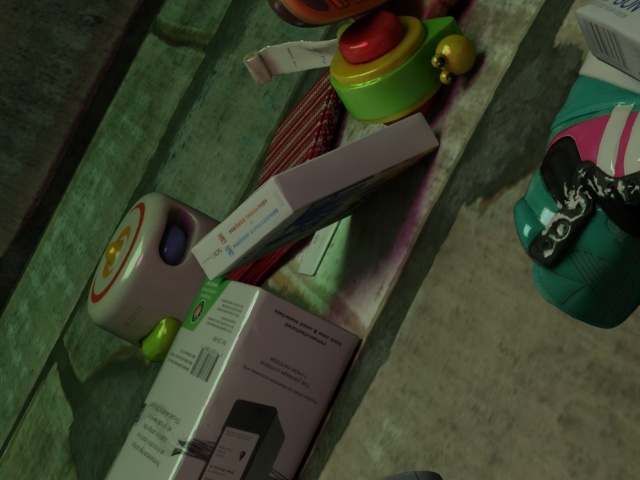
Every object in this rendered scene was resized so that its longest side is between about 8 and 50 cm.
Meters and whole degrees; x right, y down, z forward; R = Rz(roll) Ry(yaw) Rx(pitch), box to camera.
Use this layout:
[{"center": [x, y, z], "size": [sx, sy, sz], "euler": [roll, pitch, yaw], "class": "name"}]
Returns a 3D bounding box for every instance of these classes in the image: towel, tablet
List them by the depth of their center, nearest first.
[{"center": [0.000, 0.000, 1.902], "size": [0.083, 0.006, 0.054], "euler": [-64, 17, -5], "class": "tablet"}, {"center": [-0.036, -0.075, 2.072], "size": [0.199, 0.031, 0.274], "euler": [-45, 23, 49], "class": "towel"}]

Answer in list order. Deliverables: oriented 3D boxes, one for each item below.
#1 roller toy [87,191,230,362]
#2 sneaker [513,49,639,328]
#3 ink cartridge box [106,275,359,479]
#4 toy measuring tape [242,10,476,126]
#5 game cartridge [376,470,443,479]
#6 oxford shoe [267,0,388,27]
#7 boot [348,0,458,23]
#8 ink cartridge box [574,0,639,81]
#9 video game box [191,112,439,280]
[{"center": [-0.209, 0.041, 2.194], "size": [0.191, 0.146, 0.209], "euler": [-62, 17, 3], "class": "roller toy"}, {"center": [0.221, -0.020, 1.125], "size": [0.178, 0.124, 0.295], "euler": [-64, 21, 6], "class": "sneaker"}, {"center": [-0.103, 0.192, 1.724], "size": [0.289, 0.122, 0.211], "euler": [-64, 18, -5], "class": "ink cartridge box"}, {"center": [0.022, -0.173, 1.806], "size": [0.330, 0.121, 0.121], "euler": [-2, 60, 42], "class": "toy measuring tape"}, {"center": [0.045, 0.284, 1.056], "size": [0.297, 0.062, 0.198], "euler": [107, 155, -46], "class": "game cartridge"}, {"center": [0.008, -0.288, 1.850], "size": [0.133, 0.130, 0.363], "euler": [-39, 6, 30], "class": "oxford shoe"}, {"center": [0.106, -0.276, 1.900], "size": [0.152, 0.073, 0.197], "euler": [-57, 30, 22], "class": "boot"}, {"center": [0.294, -0.160, 1.056], "size": [0.224, 0.045, 0.223], "euler": [-28, 20, -3], "class": "ink cartridge box"}, {"center": [-0.006, -0.043, 1.728], "size": [0.205, 0.048, 0.187], "euler": [-26, -5, -36], "class": "video game box"}]
